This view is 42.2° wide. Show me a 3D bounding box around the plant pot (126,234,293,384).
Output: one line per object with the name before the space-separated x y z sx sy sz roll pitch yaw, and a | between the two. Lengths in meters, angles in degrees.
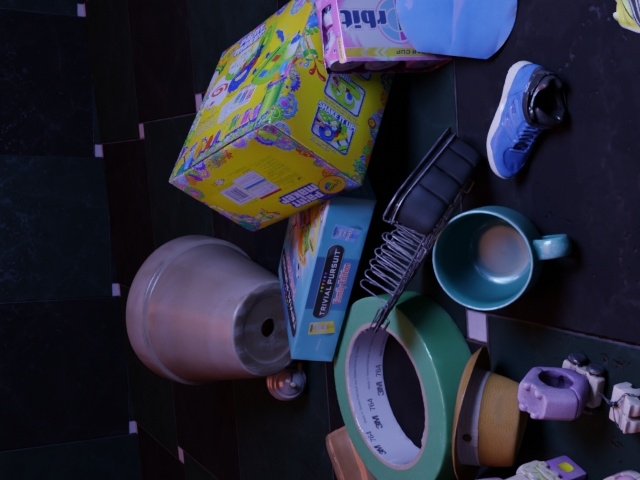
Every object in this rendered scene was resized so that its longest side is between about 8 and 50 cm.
plant pot | -0.189 0.156 1.699 0.280 0.323 0.323 6 103 49

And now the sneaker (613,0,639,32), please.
sneaker | 0.320 -0.288 0.803 0.147 0.145 0.384 -59 45 49

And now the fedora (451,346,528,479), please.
fedora | 0.234 0.242 1.118 0.079 0.194 0.194 6 105 24

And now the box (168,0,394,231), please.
box | -0.056 -0.201 1.301 0.290 0.177 0.279 -19 46 51

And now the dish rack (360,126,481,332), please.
dish rack | 0.130 -0.004 1.174 0.074 0.208 0.271 32 135 11

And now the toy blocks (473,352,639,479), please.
toy blocks | 0.266 0.338 0.931 0.289 0.260 0.308 33 125 55

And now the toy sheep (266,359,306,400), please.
toy sheep | -0.070 0.288 1.717 0.132 0.091 0.091 154 107 -79

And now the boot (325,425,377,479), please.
boot | 0.066 0.488 1.524 0.236 0.089 0.269 -39 63 43

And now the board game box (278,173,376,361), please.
board game box | 0.000 0.000 1.443 0.253 0.079 0.336 -103 22 -54

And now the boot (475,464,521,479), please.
boot | 0.243 0.458 1.189 0.263 0.091 0.229 -34 82 37

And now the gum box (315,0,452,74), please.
gum box | 0.086 -0.297 1.177 0.062 0.189 0.107 -16 82 63

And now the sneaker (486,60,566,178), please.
sneaker | 0.259 -0.141 1.036 0.084 0.058 0.152 -133 50 -59

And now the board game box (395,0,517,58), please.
board game box | 0.185 -0.318 1.116 0.169 0.033 0.133 12 119 26

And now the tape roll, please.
tape roll | 0.133 0.244 1.344 0.321 0.077 0.321 22 115 59

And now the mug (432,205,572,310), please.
mug | 0.234 0.025 1.072 0.158 0.097 0.129 25 108 23
